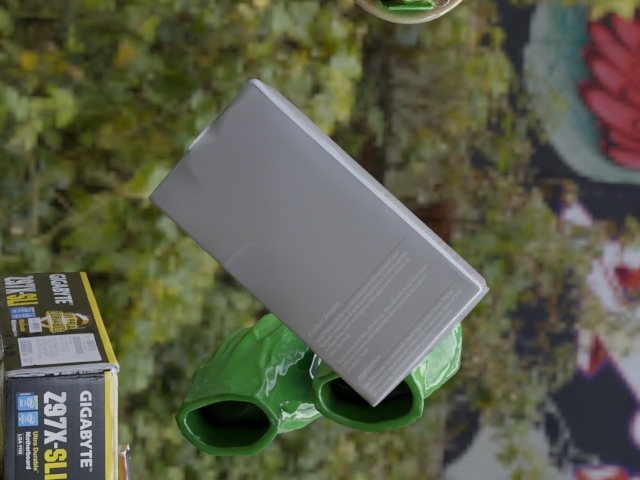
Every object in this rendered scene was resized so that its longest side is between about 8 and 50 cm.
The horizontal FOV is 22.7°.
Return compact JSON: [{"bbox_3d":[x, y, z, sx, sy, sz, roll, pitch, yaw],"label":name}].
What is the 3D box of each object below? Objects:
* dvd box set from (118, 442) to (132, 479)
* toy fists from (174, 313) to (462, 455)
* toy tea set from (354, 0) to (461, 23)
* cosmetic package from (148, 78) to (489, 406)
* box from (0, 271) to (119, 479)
[{"bbox_3d":[-0.395,0.379,1.652,0.062,0.420,0.307,-121,-154,-84],"label":"dvd box set"},{"bbox_3d":[0.002,0.122,1.486,0.096,0.279,0.142,61,32,-25],"label":"toy fists"},{"bbox_3d":[0.091,-0.222,0.834,0.124,0.336,0.200,-155,-132,-84],"label":"toy tea set"},{"bbox_3d":[0.000,0.000,1.214,0.127,0.238,0.107,-46,173,7],"label":"cosmetic package"},{"bbox_3d":[-0.189,0.205,1.118,0.257,0.079,0.322,-142,-129,-71],"label":"box"}]
